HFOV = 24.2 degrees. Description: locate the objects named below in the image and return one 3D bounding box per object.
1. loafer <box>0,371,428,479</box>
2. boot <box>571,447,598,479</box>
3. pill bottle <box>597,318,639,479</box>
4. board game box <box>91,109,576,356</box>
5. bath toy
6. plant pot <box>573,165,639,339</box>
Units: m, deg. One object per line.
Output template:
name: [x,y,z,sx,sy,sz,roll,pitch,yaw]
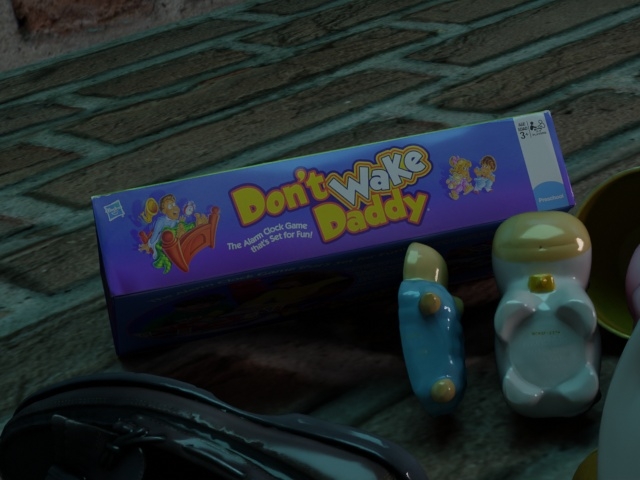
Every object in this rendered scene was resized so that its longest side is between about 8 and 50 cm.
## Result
loafer: [-0.086,0.153,0.920,0.302,0.109,0.095,5,27,25]
boot: [0.104,0.197,0.700,0.211,0.104,0.295,-6,25,-13]
pill bottle: [0.318,0.101,0.645,0.361,0.204,0.204,2,13,-30]
board game box: [0.000,0.000,1.180,0.347,0.078,0.233,-11,-13,-10]
bath toy: [0.234,0.053,1.043,0.348,0.151,0.129,-1,-9,11]
plant pot: [0.261,0.014,1.157,0.134,0.134,0.095,-3,-5,15]
